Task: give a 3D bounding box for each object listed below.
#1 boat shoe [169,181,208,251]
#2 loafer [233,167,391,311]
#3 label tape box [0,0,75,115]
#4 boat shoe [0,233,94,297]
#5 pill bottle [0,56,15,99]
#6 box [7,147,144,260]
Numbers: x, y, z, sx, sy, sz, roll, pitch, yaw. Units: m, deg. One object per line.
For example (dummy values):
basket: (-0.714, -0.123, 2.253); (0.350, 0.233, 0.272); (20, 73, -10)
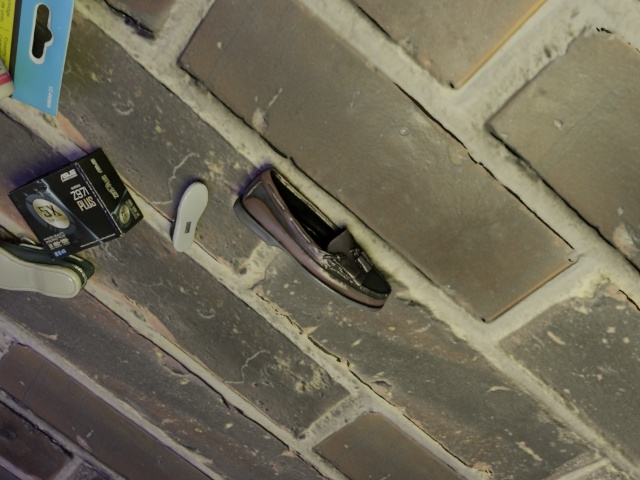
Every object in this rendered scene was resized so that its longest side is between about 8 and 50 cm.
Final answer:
boat shoe: (-0.238, -0.046, 1.037); (0.040, 0.049, 0.142); (45, 124, 35)
loafer: (0.000, 0.000, 0.962); (0.303, 0.109, 0.095); (36, 118, -3)
label tape box: (-0.511, -0.380, 0.888); (0.348, 0.115, 0.249); (25, 123, -2)
boat shoe: (-0.575, 0.044, 1.164); (0.255, 0.079, 0.095); (9, 118, 8)
pill bottle: (-0.550, -0.305, 0.780); (0.161, 0.160, 0.282); (-8, 117, 20)
box: (-0.439, -0.062, 1.065); (0.180, 0.077, 0.147); (-16, 112, 24)
